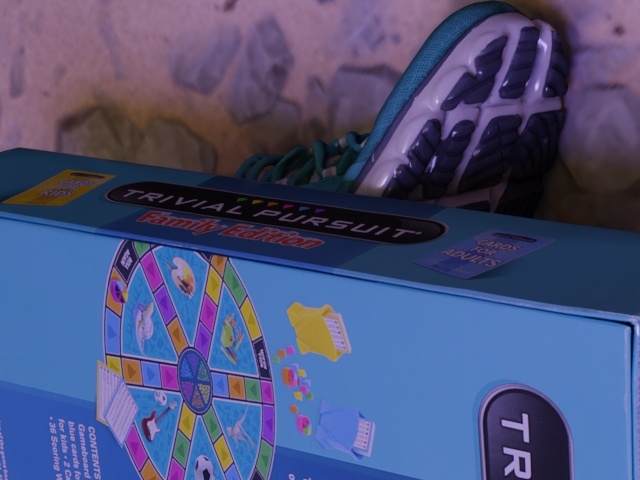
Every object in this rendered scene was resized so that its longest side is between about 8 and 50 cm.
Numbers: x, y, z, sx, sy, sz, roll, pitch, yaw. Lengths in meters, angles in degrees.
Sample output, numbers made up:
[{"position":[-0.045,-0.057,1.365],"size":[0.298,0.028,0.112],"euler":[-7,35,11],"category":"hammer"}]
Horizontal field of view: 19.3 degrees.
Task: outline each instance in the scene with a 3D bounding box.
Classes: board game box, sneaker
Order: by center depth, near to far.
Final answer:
[{"position":[-0.008,0.110,0.718],"size":[0.336,0.079,0.254],"euler":[9,112,35],"category":"board game box"},{"position":[0.000,0.000,0.799],"size":[0.110,0.107,0.275],"euler":[55,126,26],"category":"sneaker"}]
